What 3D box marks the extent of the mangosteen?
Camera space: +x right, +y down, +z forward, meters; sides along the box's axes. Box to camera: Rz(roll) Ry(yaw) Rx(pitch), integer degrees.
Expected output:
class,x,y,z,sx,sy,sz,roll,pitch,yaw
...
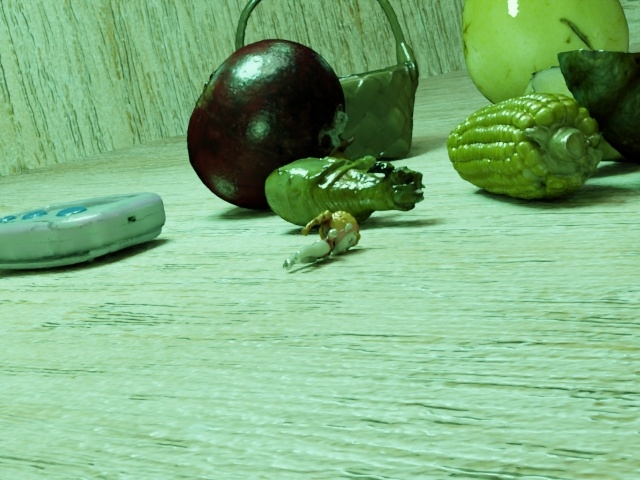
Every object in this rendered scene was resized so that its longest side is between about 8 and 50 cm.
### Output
class,x,y,z,sx,sy,sz,roll,pitch,yaw
mangosteen,-0.041,-0.138,1.973,0.261,0.235,0.235,30,13,3

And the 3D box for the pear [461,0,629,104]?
class,x,y,z,sx,sy,sz,roll,pitch,yaw
pear,0.396,-0.371,2.643,0.309,0.309,0.309,-10,9,1

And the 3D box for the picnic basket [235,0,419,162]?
class,x,y,z,sx,sy,sz,roll,pitch,yaw
picnic basket,0.008,-0.280,2.393,0.293,0.337,0.337,-10,9,-3

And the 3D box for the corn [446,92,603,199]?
class,x,y,z,sx,sy,sz,roll,pitch,yaw
corn,0.226,-0.104,1.685,0.119,0.119,0.322,-12,2,-12

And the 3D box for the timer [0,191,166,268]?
class,x,y,z,sx,sy,sz,roll,pitch,yaw
timer,-0.304,-0.012,1.828,0.208,0.069,0.191,-6,9,31

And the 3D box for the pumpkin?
class,x,y,z,sx,sy,sz,roll,pitch,yaw
pumpkin,0.339,-0.137,1.604,0.149,0.130,0.254,3,3,-31

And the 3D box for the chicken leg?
class,x,y,z,sx,sy,sz,roll,pitch,yaw
chicken leg,0.037,-0.059,1.692,0.227,0.088,0.103,-5,-6,37

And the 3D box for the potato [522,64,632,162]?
class,x,y,z,sx,sy,sz,roll,pitch,yaw
potato,0.336,-0.142,1.810,0.200,0.081,0.164,3,39,-21

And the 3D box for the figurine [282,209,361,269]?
class,x,y,z,sx,sy,sz,roll,pitch,yaw
figurine,0.000,0.000,1.498,0.064,0.047,0.109,-33,-1,40
